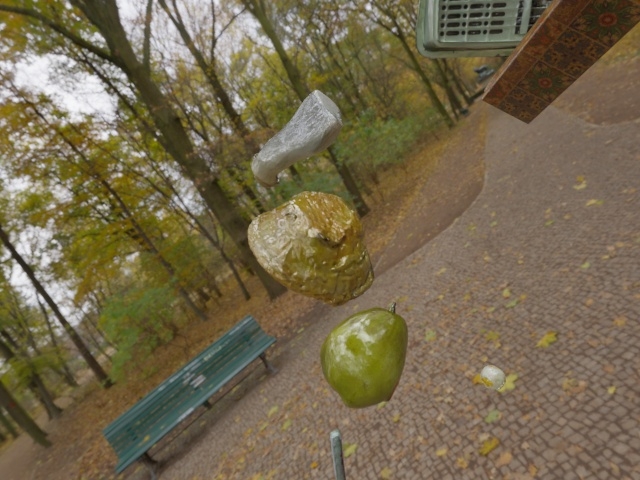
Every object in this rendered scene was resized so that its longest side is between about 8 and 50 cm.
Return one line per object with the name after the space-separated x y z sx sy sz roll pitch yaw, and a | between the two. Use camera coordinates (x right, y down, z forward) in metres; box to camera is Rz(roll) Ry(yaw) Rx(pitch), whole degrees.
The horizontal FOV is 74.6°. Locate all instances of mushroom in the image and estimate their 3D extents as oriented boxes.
-0.073 -0.254 1.111 0.329 0.122 0.159 -35 18 33 | mushroom

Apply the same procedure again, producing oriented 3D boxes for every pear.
0.157 0.362 1.389 0.375 0.287 0.287 -55 11 -17 | pear

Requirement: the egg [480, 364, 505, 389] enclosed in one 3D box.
0.541 0.429 1.322 0.071 0.071 0.083 -35 7 -2 | egg

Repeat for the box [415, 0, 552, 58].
0.326 -0.453 0.765 0.291 0.220 0.166 1 25 5 | box

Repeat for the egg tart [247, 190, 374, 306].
0.000 0.000 1.021 0.352 0.339 0.153 -5 -44 -39 | egg tart

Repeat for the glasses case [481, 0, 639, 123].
0.271 -0.221 0.475 0.049 0.075 0.218 -61 -3 -15 | glasses case

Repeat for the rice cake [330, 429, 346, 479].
0.054 0.652 1.234 0.033 0.207 0.033 -7 14 -2 | rice cake
